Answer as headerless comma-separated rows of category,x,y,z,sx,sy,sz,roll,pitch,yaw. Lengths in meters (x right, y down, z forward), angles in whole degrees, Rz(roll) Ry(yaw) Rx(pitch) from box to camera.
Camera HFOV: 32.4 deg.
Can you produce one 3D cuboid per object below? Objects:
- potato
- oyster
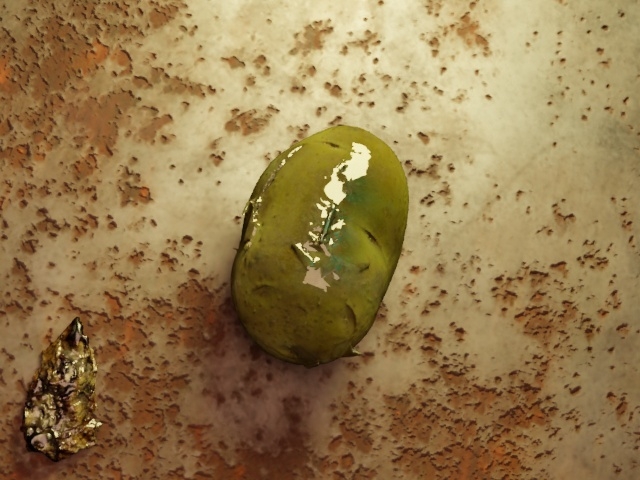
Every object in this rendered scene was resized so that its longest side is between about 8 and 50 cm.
potato,0.000,0.000,1.100,0.169,0.143,0.248,28,71,-16
oyster,-0.254,0.145,1.067,0.086,0.029,0.132,-13,81,-15
